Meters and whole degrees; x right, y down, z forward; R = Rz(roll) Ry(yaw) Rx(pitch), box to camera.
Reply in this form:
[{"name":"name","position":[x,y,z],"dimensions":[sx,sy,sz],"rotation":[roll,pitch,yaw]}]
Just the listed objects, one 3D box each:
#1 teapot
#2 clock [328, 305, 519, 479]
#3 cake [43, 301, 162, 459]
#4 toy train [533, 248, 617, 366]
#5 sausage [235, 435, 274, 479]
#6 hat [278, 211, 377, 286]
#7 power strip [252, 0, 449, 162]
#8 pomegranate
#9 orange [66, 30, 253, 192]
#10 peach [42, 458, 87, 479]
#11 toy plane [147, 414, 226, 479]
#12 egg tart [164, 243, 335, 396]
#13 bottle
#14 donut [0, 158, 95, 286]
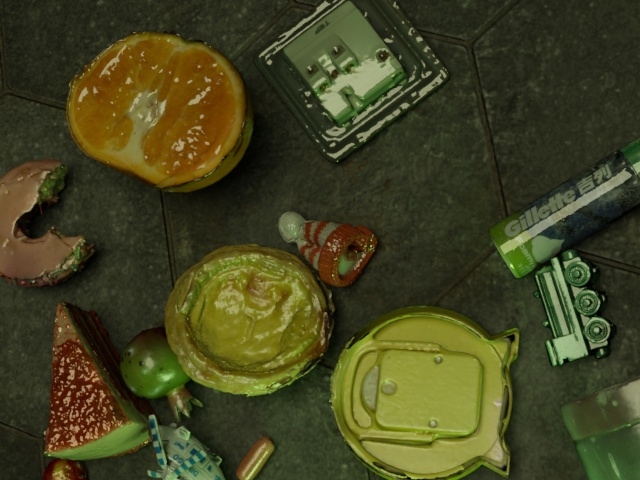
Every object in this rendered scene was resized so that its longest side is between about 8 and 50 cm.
[{"name":"teapot","position":[0.530,0.320,1.643],"dimensions":[0.315,0.233,0.312],"rotation":[-17,79,-15]},{"name":"clock","position":[0.162,0.242,1.835],"dimensions":[0.293,0.071,0.277],"rotation":[10,70,11]},{"name":"cake","position":[-0.354,0.229,1.959],"dimensions":[0.160,0.158,0.262],"rotation":[-3,77,14]},{"name":"toy train","position":[0.379,0.102,1.791],"dimensions":[0.111,0.071,0.170],"rotation":[-19,80,18]},{"name":"sausage","position":[-0.105,0.354,1.916],"dimensions":[0.034,0.034,0.083],"rotation":[35,90,21]},{"name":"hat","position":[0.000,0.000,1.944],"dimensions":[0.162,0.093,0.112],"rotation":[27,77,39]},{"name":"power strip","position":[0.044,-0.300,1.979],"dimensions":[0.257,0.092,0.251],"rotation":[-37,67,3]},{"name":"pomegranate","position":[-0.250,0.213,1.950],"dimensions":[0.159,0.129,0.129],"rotation":[33,90,3]},{"name":"orange","position":[-0.253,-0.207,1.974],"dimensions":[0.310,0.274,0.274],"rotation":[5,78,54]},{"name":"peach","position":[-0.436,0.408,2.005],"dimensions":[0.077,0.050,0.083],"rotation":[1,82,19]},{"name":"toy plane","position":[-0.164,0.382,1.882],"dimensions":[0.273,0.107,0.182],"rotation":[21,123,18]},{"name":"egg tart","position":[-0.113,0.132,1.921],"dimensions":[0.279,0.095,0.279],"rotation":[-1,64,3]},{"name":"bottle","position":[0.418,-0.064,1.807],"dimensions":[0.330,0.093,0.093],"rotation":[-32,71,9]},{"name":"donut","position":[-0.505,-0.020,2.098],"dimensions":[0.199,0.085,0.233],"rotation":[-23,73,11]}]
